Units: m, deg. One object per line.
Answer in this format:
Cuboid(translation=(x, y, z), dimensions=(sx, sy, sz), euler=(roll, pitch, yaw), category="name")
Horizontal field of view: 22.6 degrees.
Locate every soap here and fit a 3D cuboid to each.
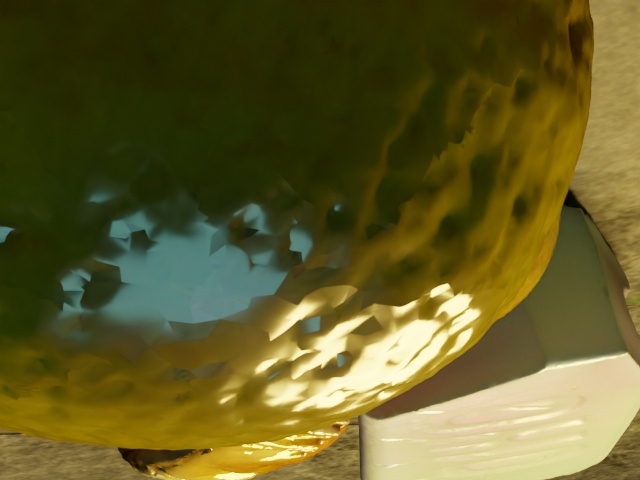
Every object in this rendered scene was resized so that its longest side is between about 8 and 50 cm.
Cuboid(translation=(0.124, 0.089, 1.146), dimensions=(0.208, 0.115, 0.347), euler=(-10, 159, -2), category="soap")

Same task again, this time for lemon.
Cuboid(translation=(-0.053, -0.058, 0.484), dimensions=(0.267, 0.267, 0.267), euler=(-9, 160, -3), category="lemon")

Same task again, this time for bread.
Cuboid(translation=(-0.052, 0.083, 1.020), dimensions=(0.114, 0.132, 0.190), euler=(9, 156, -40), category="bread")

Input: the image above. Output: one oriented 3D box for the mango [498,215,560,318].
Cuboid(translation=(0.000, 0.000, 0.837), dimensions=(0.262, 0.130, 0.167), euler=(-13, 165, 26), category="mango")
